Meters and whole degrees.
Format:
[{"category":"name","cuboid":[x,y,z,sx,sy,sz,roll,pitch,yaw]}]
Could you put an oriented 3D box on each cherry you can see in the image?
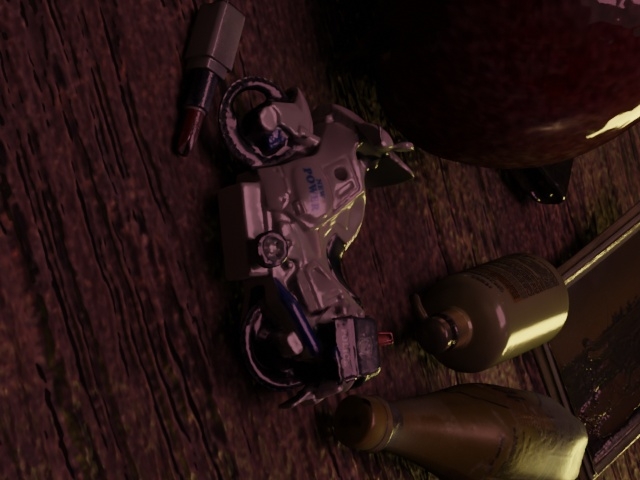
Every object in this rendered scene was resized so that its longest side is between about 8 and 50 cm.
[{"category":"cherry","cuboid":[0.157,-0.167,1.181,0.203,0.300,0.230,-105,-168,-71]}]

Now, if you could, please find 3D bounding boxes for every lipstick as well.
[{"category":"lipstick","cuboid":[-0.077,-0.104,1.048,0.025,0.025,0.107,33,64,-46]}]

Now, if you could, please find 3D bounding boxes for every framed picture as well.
[{"category":"framed picture","cuboid":[0.288,0.080,1.465,0.252,0.014,0.197,-35,112,-35]}]

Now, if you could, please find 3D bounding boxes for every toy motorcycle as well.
[{"category":"toy motorcycle","cuboid":[0.000,0.000,1.077,0.150,0.102,0.221,0,83,-38]}]

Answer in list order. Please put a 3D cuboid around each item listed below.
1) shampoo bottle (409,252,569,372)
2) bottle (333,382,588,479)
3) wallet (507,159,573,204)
[{"category":"shampoo bottle","cuboid":[0.127,0.059,1.247,0.162,0.079,0.079,-16,97,-54]},{"category":"bottle","cuboid":[0.104,0.145,1.201,0.269,0.083,0.083,15,71,-48]},{"category":"wallet","cuboid":[0.198,-0.201,1.427,0.170,0.044,0.321,50,44,-38]}]
